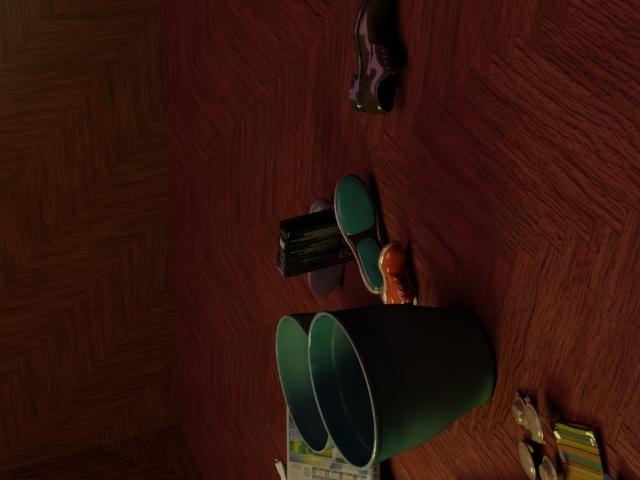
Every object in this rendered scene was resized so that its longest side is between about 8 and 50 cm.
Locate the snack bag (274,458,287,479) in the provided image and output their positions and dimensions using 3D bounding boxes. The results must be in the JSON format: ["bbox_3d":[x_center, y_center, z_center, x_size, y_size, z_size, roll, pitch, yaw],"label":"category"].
[{"bbox_3d":[-0.022,0.736,2.529,0.323,0.037,0.343,60,-171,-72],"label":"snack bag"}]

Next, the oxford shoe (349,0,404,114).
[{"bbox_3d":[0.112,-0.335,1.724,0.096,0.082,0.227,20,121,40],"label":"oxford shoe"}]

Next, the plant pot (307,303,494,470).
[{"bbox_3d":[0.146,0.226,1.671,0.271,0.255,0.272,168,90,-69],"label":"plant pot"}]

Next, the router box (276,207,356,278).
[{"bbox_3d":[0.000,0.000,2.031,0.133,0.178,0.046,98,150,-42],"label":"router box"}]

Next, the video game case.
[{"bbox_3d":[0.025,0.507,2.253,0.329,0.036,0.300,-8,81,54],"label":"video game case"}]

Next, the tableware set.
[{"bbox_3d":[0.337,0.318,1.530,0.141,0.020,0.169,-142,39,-79],"label":"tableware set"}]

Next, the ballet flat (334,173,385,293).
[{"bbox_3d":[0.087,-0.011,1.954,0.086,0.086,0.248,155,101,-69],"label":"ballet flat"}]

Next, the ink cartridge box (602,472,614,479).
[{"bbox_3d":[0.440,0.534,1.325,0.303,0.072,0.307,46,144,49],"label":"ink cartridge box"}]

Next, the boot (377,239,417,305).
[{"bbox_3d":[0.155,0.076,1.854,0.084,0.059,0.158,47,152,49],"label":"boot"}]

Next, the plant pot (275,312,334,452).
[{"bbox_3d":[0.048,0.278,2.040,0.290,0.195,0.290,168,90,-69],"label":"plant pot"}]

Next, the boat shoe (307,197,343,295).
[{"bbox_3d":[0.007,0.011,2.183,0.081,0.079,0.228,-121,31,-61],"label":"boat shoe"}]

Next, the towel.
[{"bbox_3d":[0.397,0.387,1.439,0.102,0.021,0.237,172,86,-70],"label":"towel"}]
